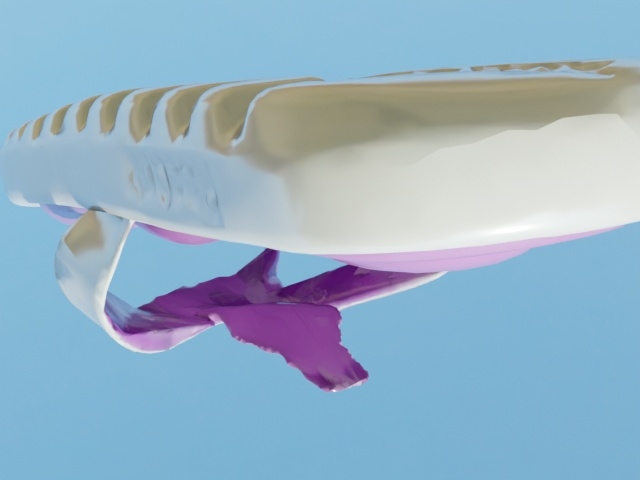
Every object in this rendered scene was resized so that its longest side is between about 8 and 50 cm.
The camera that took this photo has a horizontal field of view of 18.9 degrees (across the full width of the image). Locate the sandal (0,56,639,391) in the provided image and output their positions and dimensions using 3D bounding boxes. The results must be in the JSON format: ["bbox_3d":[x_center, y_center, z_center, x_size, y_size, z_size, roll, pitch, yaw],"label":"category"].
[{"bbox_3d":[-0.015,0.001,0.628,0.169,0.102,0.416,-4,-178,-11],"label":"sandal"}]
